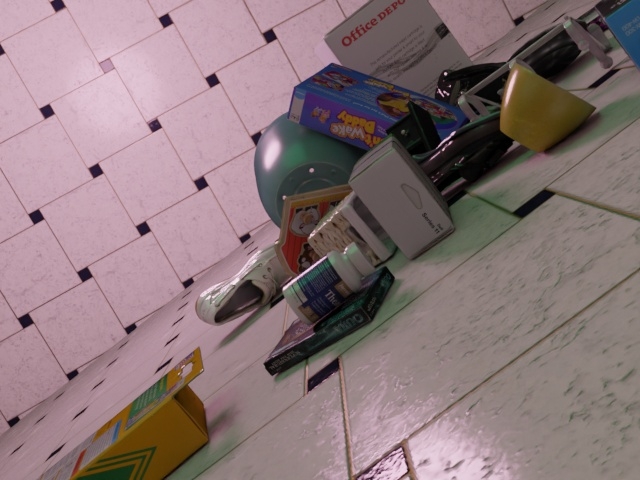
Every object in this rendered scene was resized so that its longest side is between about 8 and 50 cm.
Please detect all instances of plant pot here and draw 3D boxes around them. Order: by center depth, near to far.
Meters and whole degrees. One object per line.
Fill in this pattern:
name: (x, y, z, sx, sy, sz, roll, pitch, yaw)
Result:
plant pot: (0.317, -0.186, 1.124, 0.095, 0.134, 0.134, -61, 0, 19)
plant pot: (-0.010, -0.130, 1.725, 0.293, 0.293, 0.235, -36, 21, 15)

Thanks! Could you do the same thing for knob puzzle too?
knob puzzle: (0.000, 0.000, 1.409, 0.213, 0.213, 0.030, -41, 46, -19)

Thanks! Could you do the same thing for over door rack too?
over door rack: (0.414, -0.297, 1.420, 0.239, 0.108, 0.324, -34, -6, 29)

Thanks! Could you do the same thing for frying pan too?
frying pan: (0.424, -0.376, 1.567, 0.326, 0.053, 0.197, -13, -20, -39)

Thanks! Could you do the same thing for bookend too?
bookend: (0.159, -0.160, 1.501, 0.156, 0.157, 0.072, -33, -32, 29)

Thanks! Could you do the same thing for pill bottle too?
pill bottle: (0.013, 0.056, 1.046, 0.120, 0.067, 0.067, -37, 7, 8)

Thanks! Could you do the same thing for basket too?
basket: (0.063, -0.015, 1.296, 0.103, 0.113, 0.167, -39, 6, 25)

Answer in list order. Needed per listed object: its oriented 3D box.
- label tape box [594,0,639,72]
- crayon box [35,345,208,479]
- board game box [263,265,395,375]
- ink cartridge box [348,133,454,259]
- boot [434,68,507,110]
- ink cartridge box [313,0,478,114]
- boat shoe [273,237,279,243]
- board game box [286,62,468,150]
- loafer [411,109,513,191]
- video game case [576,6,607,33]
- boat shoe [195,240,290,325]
label tape box: (0.544, -0.366, 1.114, 0.249, 0.115, 0.348, -35, 7, 25)
crayon box: (-0.270, 0.298, 1.086, 0.323, 0.083, 0.203, -40, 8, -7)
board game box: (0.012, 0.113, 1.076, 0.186, 0.026, 0.126, -34, 9, 30)
ink cartridge box: (0.124, -0.074, 1.185, 0.087, 0.153, 0.208, -37, 6, 12)
boot: (0.354, -0.315, 1.824, 0.178, 0.085, 0.236, -12, -35, -15)
ink cartridge box: (0.215, -0.436, 2.006, 0.285, 0.395, 0.166, -39, 8, -8)
boat shoe: (-0.085, 0.025, 1.916, 0.073, 0.073, 0.207, -37, 0, 20)
board game box: (0.132, -0.274, 1.682, 0.233, 0.347, 0.078, -49, -22, -56)
loafer: (0.235, -0.124, 1.310, 0.302, 0.095, 0.109, -27, -17, 39)
video game case: (0.689, -0.547, 1.784, 0.232, 0.042, 0.210, -33, 9, 36)
boat shoe: (-0.133, 0.099, 1.653, 0.277, 0.098, 0.096, -37, 30, -18)
